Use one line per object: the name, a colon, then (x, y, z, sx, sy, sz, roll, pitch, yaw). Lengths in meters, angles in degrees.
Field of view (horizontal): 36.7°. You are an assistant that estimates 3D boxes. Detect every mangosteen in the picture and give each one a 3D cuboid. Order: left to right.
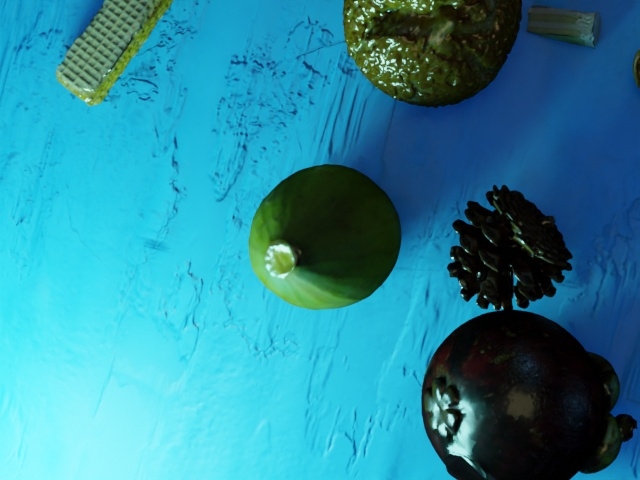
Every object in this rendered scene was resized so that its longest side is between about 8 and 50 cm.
mangosteen: (0.305, 0.252, 1.469, 0.311, 0.311, 0.311, 0, 90, 9)

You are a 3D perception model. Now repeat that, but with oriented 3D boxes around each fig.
fig: (0.000, 0.000, 1.519, 0.240, 0.271, 0.239, 4, 102, 17)

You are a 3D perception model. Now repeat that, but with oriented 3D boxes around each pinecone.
pinecone: (0.289, 0.022, 1.515, 0.208, 0.208, 0.207, 0, 90, 9)

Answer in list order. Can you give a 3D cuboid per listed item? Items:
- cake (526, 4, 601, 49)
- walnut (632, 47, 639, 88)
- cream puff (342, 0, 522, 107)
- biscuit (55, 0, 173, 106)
cake: (0.397, -0.349, 1.575, 0.121, 0.065, 0.052, 16, 93, 32)
walnut: (0.549, -0.285, 1.537, 0.091, 0.052, 0.121, 45, 99, 5)
cream puff: (0.175, -0.360, 1.520, 0.303, 0.212, 0.303, 1, 95, 7)
biscuit: (-0.323, -0.408, 1.677, 0.094, 0.054, 0.378, 38, 96, 8)
